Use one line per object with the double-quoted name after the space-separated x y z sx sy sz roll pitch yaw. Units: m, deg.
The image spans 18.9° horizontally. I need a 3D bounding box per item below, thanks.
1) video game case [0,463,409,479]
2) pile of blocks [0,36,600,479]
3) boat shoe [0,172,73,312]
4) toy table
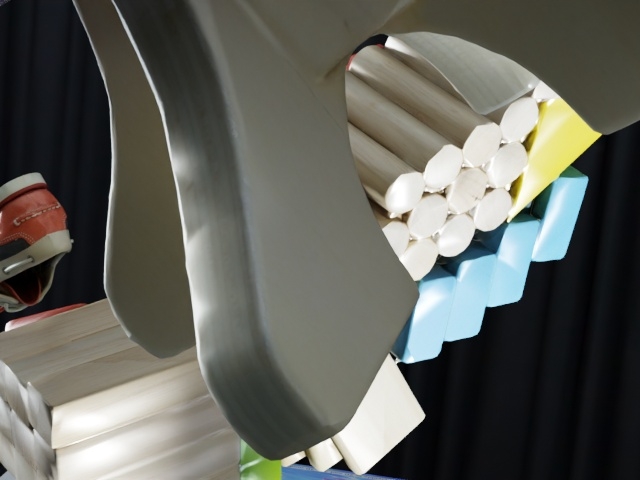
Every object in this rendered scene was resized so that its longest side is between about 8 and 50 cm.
-0.042 0.167 0.994 0.269 0.061 0.244 7 -171 5 "video game case"
0.000 0.000 0.836 0.362 0.149 0.112 -38 -135 -13 "pile of blocks"
-0.155 0.013 0.970 0.049 0.043 0.137 -28 169 -30 "boat shoe"
-0.009 -0.071 0.560 0.274 0.161 0.252 -21 -158 46 "toy table"
